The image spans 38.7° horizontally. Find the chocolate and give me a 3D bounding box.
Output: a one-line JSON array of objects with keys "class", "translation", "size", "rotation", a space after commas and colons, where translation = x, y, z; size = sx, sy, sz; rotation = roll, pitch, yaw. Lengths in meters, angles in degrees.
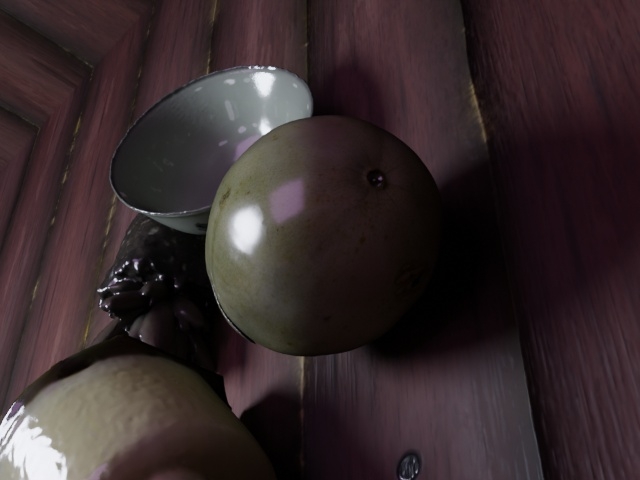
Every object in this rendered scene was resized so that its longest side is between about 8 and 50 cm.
[{"class": "chocolate", "translation": [-0.193, 0.317, 1.058], "size": [0.297, 0.326, 0.314], "rotation": [29, 85, 43]}]

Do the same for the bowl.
[{"class": "bowl", "translation": [-0.144, -0.112, 1.427], "size": [0.337, 0.158, 0.337], "rotation": [-13, 44, 13]}]

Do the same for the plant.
[{"class": "plant", "translation": [-0.251, 0.103, 1.438], "size": [0.181, 0.194, 0.321], "rotation": [-46, 26, 44]}]

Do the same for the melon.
[{"class": "melon", "translation": [0.000, 0.000, 1.060], "size": [0.330, 0.268, 0.269], "rotation": [130, 157, -58]}]
